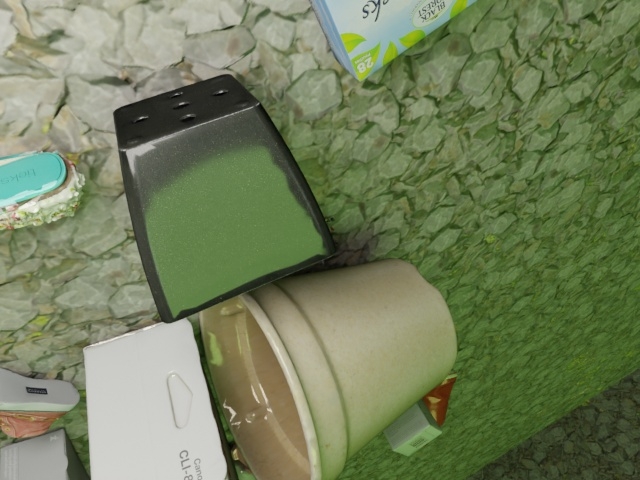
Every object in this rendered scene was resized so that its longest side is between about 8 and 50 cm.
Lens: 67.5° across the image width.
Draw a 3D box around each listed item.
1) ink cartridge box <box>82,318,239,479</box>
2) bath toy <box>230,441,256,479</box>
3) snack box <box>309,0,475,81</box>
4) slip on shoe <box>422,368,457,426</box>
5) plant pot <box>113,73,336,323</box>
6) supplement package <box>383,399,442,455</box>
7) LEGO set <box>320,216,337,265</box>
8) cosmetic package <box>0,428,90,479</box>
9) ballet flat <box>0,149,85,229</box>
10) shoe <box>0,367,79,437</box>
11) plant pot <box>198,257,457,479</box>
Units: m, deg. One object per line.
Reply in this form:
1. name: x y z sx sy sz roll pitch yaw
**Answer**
1. ink cartridge box: -0.225 0.350 0.756 0.160 0.279 0.385 -16 137 -16
2. bath toy: -0.108 0.437 1.043 0.348 0.151 0.129 -52 172 22
3. snack box: 0.081 -0.290 0.465 0.207 0.070 0.174 -33 140 2
4. slip on shoe: 0.320 0.480 1.371 0.122 0.101 0.331 -7 133 -24
5. plant pot: -0.114 -0.063 0.497 0.188 0.187 0.167 -21 127 -12
6. supplement package: 0.187 0.397 1.140 0.105 0.179 0.105 -38 140 8
7. LEGO set: 0.002 -0.001 0.749 0.054 0.023 0.083 3 115 -38
8. cosmetic package: -0.458 0.444 0.819 0.107 0.127 0.238 -14 135 -20
9. ballet flat: -0.349 -0.025 0.454 0.240 0.091 0.077 -12 158 -18
10. shoe: -0.436 0.230 0.663 0.081 0.063 0.178 -44 143 6
11. plant pot: 0.025 0.170 0.724 0.305 0.334 0.334 -17 138 -30
